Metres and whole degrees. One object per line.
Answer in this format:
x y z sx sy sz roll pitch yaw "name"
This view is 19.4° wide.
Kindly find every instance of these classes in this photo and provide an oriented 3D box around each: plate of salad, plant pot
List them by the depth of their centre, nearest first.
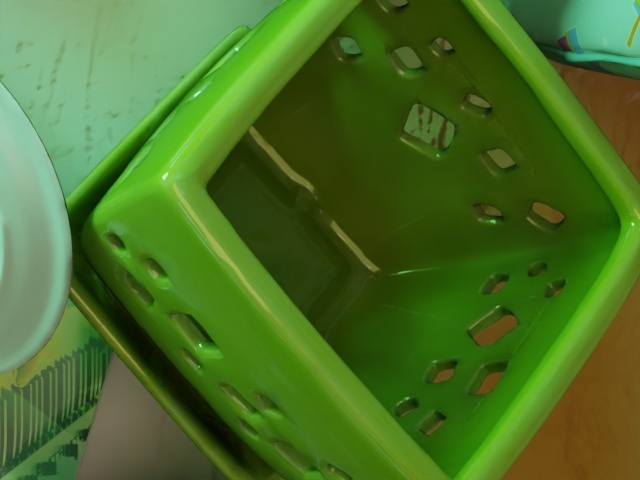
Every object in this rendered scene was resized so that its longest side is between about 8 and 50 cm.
-0.199 -0.024 0.932 0.048 0.200 0.200 -38 112 -50 "plate of salad"
0.000 0.000 0.972 0.228 0.207 0.227 51 57 -16 "plant pot"

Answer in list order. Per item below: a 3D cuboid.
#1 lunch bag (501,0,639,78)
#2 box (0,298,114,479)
0.192 -0.191 0.967 0.108 0.279 0.224 9 96 -18 "lunch bag"
-0.281 0.070 1.026 0.322 0.058 0.232 15 96 -16 "box"
